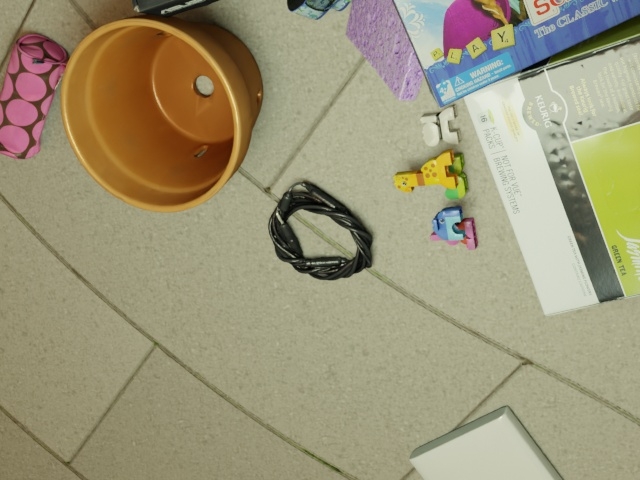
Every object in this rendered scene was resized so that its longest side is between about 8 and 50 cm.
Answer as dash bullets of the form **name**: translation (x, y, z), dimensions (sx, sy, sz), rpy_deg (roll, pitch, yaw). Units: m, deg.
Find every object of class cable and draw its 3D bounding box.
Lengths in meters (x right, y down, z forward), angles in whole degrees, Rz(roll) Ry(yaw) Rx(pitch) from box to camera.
- **cable**: translation (0.000, 0.000, 1.670), dimensions (0.184, 0.047, 0.150), rpy_deg (34, 121, 3)

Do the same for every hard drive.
- **hard drive**: translation (0.320, 0.444, 1.747), dimensions (0.203, 0.040, 0.307), rpy_deg (-33, 98, 30)

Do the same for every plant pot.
- **plant pot**: translation (-0.217, -0.212, 1.569), dimensions (0.291, 0.203, 0.291), rpy_deg (8, 115, 17)

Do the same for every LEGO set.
- **LEGO set**: translation (0.166, -0.079, 1.547), dimensions (0.093, 0.087, 0.227), rpy_deg (-4, 110, 22)

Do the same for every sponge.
- **sponge**: translation (0.092, -0.293, 1.424), dimensions (0.031, 0.210, 0.117), rpy_deg (-4, 127, -22)

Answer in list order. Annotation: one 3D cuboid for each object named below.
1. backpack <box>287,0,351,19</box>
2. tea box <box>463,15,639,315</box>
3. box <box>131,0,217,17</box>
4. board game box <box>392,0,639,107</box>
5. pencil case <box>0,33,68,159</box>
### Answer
- **backpack**: translation (0.002, -0.371, 1.469), dimensions (0.084, 0.105, 0.114), rpy_deg (11, 160, -26)
- **tea box**: translation (0.408, -0.120, 1.357), dimensions (0.323, 0.220, 0.329), rpy_deg (-15, 107, 27)
- **box**: translation (-0.090, -0.493, 1.325), dimensions (0.395, 0.097, 0.318), rpy_deg (-10, 92, 24)
- **board game box**: translation (0.221, -0.361, 1.204), dimensions (0.319, 0.066, 0.318), rpy_deg (-25, 120, 7)
- **pencil case**: translation (-0.490, -0.235, 1.734), dimensions (0.098, 0.095, 0.209), rpy_deg (23, 123, -8)
